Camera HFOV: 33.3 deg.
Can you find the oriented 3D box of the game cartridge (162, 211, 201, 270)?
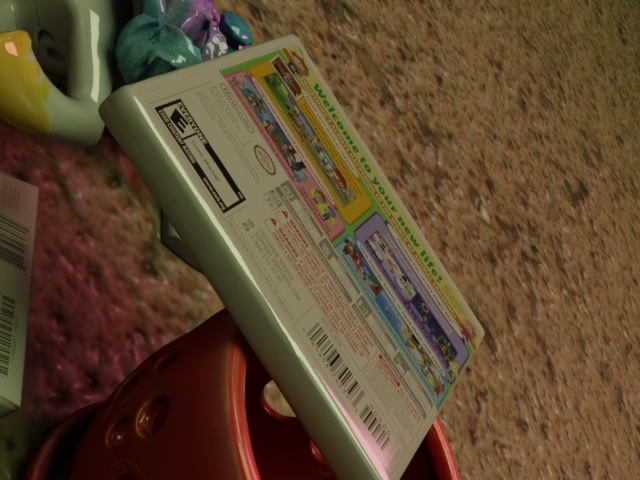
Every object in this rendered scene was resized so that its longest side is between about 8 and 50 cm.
[{"bbox_3d":[-0.080,-0.001,0.775,0.083,0.017,0.056,32,44,-41],"label":"game cartridge"}]

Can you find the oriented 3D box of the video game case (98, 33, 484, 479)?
[{"bbox_3d":[0.000,0.000,0.545,0.212,0.023,0.193,57,27,-3],"label":"video game case"}]

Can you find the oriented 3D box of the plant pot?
[{"bbox_3d":[-0.042,0.139,0.552,0.191,0.174,0.191,36,38,-35],"label":"plant pot"}]

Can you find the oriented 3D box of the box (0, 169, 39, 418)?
[{"bbox_3d":[-0.228,-0.003,0.525,0.186,0.038,0.145,33,39,-42],"label":"box"}]

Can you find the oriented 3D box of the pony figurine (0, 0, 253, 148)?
[{"bbox_3d":[-0.142,-0.199,0.612,0.363,0.303,0.350,-2,90,-66],"label":"pony figurine"}]
